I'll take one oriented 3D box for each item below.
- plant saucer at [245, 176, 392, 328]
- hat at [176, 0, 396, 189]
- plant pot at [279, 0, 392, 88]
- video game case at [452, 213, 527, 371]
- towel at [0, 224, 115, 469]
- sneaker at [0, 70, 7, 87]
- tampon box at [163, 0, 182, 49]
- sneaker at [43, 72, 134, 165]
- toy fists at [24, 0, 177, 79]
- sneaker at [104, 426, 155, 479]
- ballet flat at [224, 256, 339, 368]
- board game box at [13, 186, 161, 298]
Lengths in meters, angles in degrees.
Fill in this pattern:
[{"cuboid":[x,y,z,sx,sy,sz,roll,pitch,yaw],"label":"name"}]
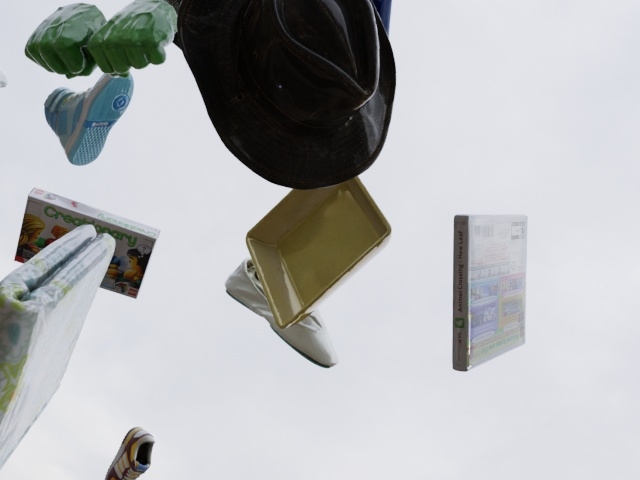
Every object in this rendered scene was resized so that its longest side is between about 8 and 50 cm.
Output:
[{"cuboid":[0.000,0.000,1.475,0.333,0.333,0.081,-43,-48,15],"label":"plant saucer"},{"cuboid":[-0.001,-0.235,0.791,0.331,0.331,0.134,43,-23,-20],"label":"hat"},{"cuboid":[-0.031,-0.314,1.062,0.236,0.236,0.212,8,-5,-15],"label":"plant pot"},{"cuboid":[0.231,0.061,0.866,0.023,0.212,0.193,2,-87,36],"label":"video game case"},{"cuboid":[-0.430,0.158,0.938,0.090,0.374,0.320,23,-77,-8],"label":"towel"},{"cuboid":[-0.774,-0.391,1.525,0.054,0.152,0.061,3,-66,-19],"label":"sneaker"},{"cuboid":[-0.339,-0.543,1.553,0.101,0.161,0.120,-42,-30,10],"label":"tampon box"},{"cuboid":[-0.643,-0.381,1.738,0.208,0.127,0.319,49,-65,18],"label":"sneaker"},{"cuboid":[-0.388,-0.348,1.133,0.279,0.142,0.096,5,-46,16],"label":"toy fists"},{"cuboid":[-0.450,0.540,1.522,0.069,0.185,0.084,22,-6,-43],"label":"sneaker"},{"cuboid":[-0.093,0.170,1.664,0.400,0.139,0.139,34,-35,31],"label":"ballet flat"},{"cuboid":[-0.562,0.011,1.556,0.305,0.053,0.193,19,-62,-12],"label":"board game box"}]
